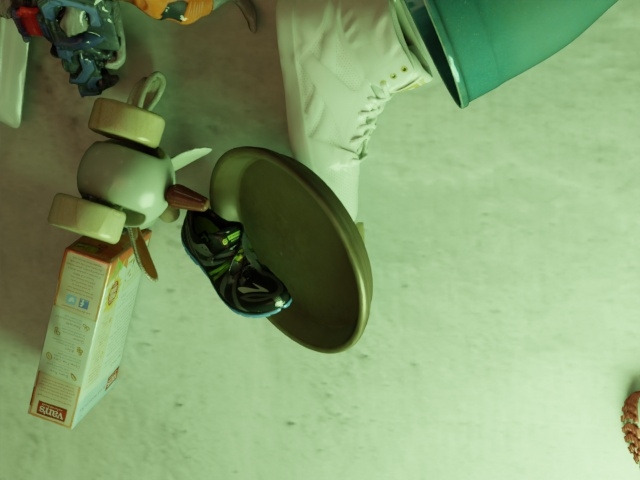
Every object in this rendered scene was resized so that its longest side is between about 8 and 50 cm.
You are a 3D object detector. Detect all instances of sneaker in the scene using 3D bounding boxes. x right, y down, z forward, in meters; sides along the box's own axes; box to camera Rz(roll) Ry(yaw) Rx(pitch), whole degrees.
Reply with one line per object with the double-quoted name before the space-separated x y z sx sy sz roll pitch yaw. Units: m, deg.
"sneaker" 0.052 -0.156 1.789 0.169 0.108 0.292 -5 103 17
"sneaker" -0.109 0.024 1.834 0.188 0.067 0.078 45 153 28
"sneaker" 0.444 0.277 1.850 0.092 0.088 0.225 -33 97 -2

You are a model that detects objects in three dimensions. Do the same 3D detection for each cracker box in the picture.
"cracker box" -0.291 0.102 1.911 0.067 0.156 0.232 18 108 7

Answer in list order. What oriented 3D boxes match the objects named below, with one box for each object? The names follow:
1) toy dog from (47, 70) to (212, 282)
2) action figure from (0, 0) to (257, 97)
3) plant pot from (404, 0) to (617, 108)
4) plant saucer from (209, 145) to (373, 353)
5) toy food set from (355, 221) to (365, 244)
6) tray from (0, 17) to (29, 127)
"toy dog" -0.192 -0.059 1.755 0.161 0.334 0.220 21 106 4
"action figure" -0.238 -0.295 1.764 0.330 0.341 0.178 -6 77 -12
"plant pot" 0.212 -0.319 1.638 0.255 0.271 0.272 -25 99 3
"plant saucer" -0.032 0.007 1.815 0.278 0.041 0.278 35 142 33
"toy food set" 0.000 0.000 1.893 0.122 0.019 0.078 2 106 20
"tray" -0.423 -0.280 1.863 0.145 0.030 0.270 23 118 21
